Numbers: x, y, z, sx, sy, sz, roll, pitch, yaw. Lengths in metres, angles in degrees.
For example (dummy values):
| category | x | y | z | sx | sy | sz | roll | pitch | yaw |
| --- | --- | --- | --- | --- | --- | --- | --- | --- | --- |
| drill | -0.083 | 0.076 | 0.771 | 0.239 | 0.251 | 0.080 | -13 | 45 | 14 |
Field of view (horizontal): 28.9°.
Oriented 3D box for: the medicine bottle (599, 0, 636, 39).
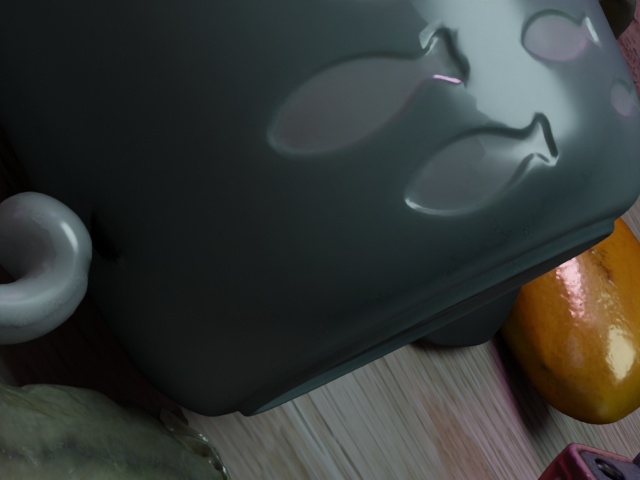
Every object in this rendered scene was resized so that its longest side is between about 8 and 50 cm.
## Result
| category | x | y | z | sx | sy | sz | roll | pitch | yaw |
| --- | --- | --- | --- | --- | --- | --- | --- | --- | --- |
| medicine bottle | -0.002 | -0.251 | 0.800 | 0.406 | 0.235 | 0.235 | 61 | 21 | 11 |

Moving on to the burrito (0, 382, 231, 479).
| category | x | y | z | sx | sy | sz | roll | pitch | yaw |
| --- | --- | --- | --- | --- | --- | --- | --- | --- | --- |
| burrito | -0.118 | 0.077 | 0.417 | 0.275 | 0.059 | 0.082 | 27 | 30 | -59 |

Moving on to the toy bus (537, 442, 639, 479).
| category | x | y | z | sx | sy | sz | roll | pitch | yaw |
| --- | --- | --- | --- | --- | --- | --- | --- | --- | --- |
| toy bus | 0.272 | 0.278 | 0.700 | 0.427 | 0.233 | 0.203 | 23 | 20 | -34 |

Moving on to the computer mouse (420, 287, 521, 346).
| category | x | y | z | sx | sy | sz | roll | pitch | yaw |
| --- | --- | --- | --- | --- | --- | --- | --- | --- | --- |
| computer mouse | 0.128 | 0.023 | 0.986 | 0.232 | 0.057 | 0.120 | 5 | 105 | -66 |

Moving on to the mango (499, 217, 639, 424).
| category | x | y | z | sx | sy | sz | roll | pitch | yaw |
| --- | --- | --- | --- | --- | --- | --- | --- | --- | --- |
| mango | 0.240 | 0.065 | 1.142 | 0.187 | 0.138 | 0.257 | 32 | 31 | -38 |

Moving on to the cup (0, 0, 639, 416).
| category | x | y | z | sx | sy | sz | roll | pitch | yaw |
| --- | --- | --- | --- | --- | --- | --- | --- | --- | --- |
| cup | -0.050 | -0.069 | 0.515 | 0.356 | 0.259 | 0.274 | -22 | 81 | -36 |
